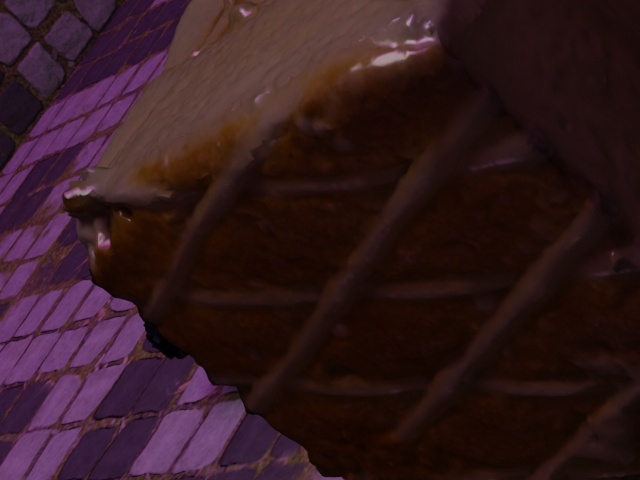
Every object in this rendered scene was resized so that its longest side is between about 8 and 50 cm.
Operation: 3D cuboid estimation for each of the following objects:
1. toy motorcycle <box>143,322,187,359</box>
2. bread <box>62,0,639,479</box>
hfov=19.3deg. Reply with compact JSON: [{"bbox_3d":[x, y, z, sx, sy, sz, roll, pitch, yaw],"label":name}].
[{"bbox_3d":[0.000,0.000,1.618,0.410,0.168,0.237,-4,53,54],"label":"toy motorcycle"},{"bbox_3d":[0.091,-0.038,1.204,0.390,0.371,0.279,-27,28,44],"label":"bread"}]
